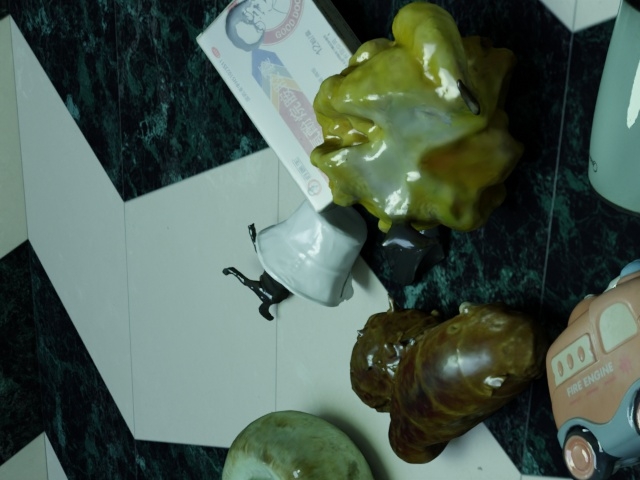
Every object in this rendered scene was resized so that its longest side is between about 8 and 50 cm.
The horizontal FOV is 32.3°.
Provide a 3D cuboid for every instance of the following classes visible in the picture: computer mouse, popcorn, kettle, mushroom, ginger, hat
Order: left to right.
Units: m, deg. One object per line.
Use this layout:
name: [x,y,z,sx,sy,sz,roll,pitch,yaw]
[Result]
mushroom: [-0.042,0.479,1.984,0.352,0.260,0.352,16,111,49]
hat: [0.000,0.000,1.841,0.203,0.203,0.126,51,123,33]
computer mouse: [0.136,0.013,1.722,0.099,0.057,0.172,60,147,20]
popcorn: [0.143,-0.150,1.507,0.297,0.281,0.316,43,116,-14]
ginger: [0.172,0.175,1.627,0.254,0.176,0.418,61,150,11]
kettle: [0.379,-0.158,1.226,0.221,0.161,0.236,-103,16,-57]

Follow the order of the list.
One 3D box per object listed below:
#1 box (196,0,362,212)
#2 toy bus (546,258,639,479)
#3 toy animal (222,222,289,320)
box: [-0.022,-0.245,1.728,0.214,0.069,0.353,-39,79,31]
toy bus: [0.390,0.147,1.294,0.288,0.194,0.232,-52,47,52]
toy animal: [-0.092,0.058,2.061,0.148,0.084,0.233,58,140,24]
